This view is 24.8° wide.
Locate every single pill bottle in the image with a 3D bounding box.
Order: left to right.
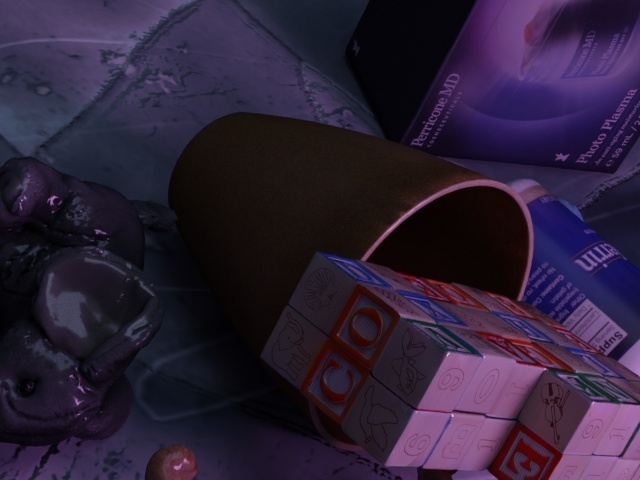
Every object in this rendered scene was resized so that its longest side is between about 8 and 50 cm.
[{"bbox_3d":[0.224,0.082,1.253,0.265,0.153,0.153,43,40,19],"label":"pill bottle"}]

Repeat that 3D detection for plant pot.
[{"bbox_3d":[0.000,0.000,1.177,0.237,0.237,0.254,-13,38,-41],"label":"plant pot"}]

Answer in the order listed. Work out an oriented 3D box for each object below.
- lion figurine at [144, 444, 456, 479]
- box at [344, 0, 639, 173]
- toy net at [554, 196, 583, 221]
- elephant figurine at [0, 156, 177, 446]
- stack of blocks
[{"bbox_3d":[0.043,0.256,0.963,0.392,0.142,0.240,-3,46,-23],"label":"lion figurine"},{"bbox_3d":[0.228,-0.237,1.519,0.294,0.296,0.182,4,43,-27],"label":"box"},{"bbox_3d":[0.261,0.063,1.373,0.045,0.122,0.232,-26,71,-6],"label":"toy net"},{"bbox_3d":[-0.189,0.075,1.034,0.169,0.186,0.239,51,17,-59],"label":"elephant figurine"},{"bbox_3d":[0.120,0.105,1.035,0.171,0.087,0.297,36,13,36],"label":"stack of blocks"}]
